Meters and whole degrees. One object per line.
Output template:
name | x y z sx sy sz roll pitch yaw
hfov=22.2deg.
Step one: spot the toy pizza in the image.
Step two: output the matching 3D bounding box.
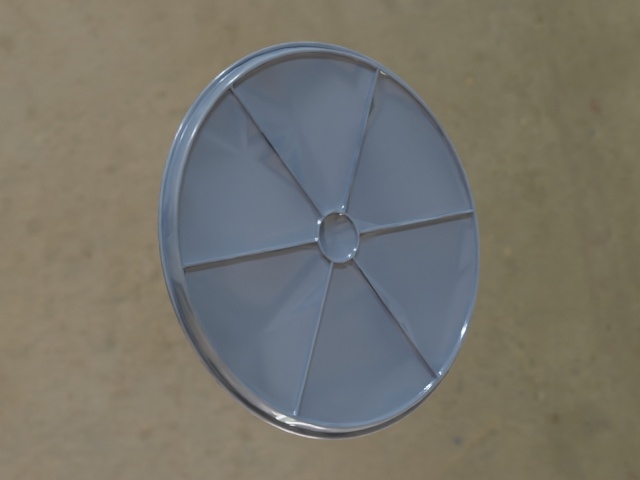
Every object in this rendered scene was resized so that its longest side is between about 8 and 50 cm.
toy pizza | 0.000 0.000 0.825 0.201 0.032 0.201 6 80 -36
